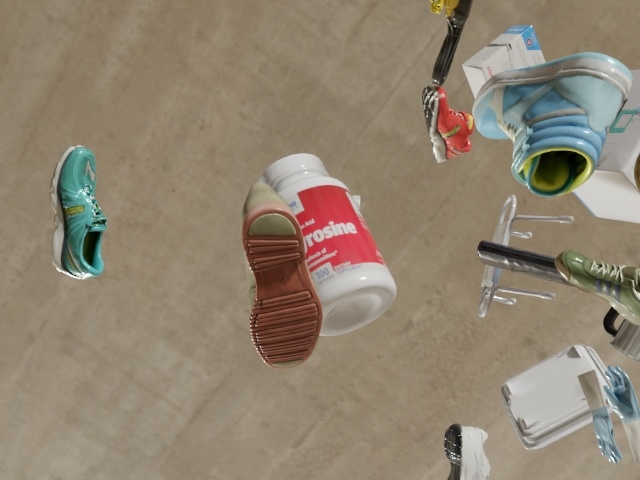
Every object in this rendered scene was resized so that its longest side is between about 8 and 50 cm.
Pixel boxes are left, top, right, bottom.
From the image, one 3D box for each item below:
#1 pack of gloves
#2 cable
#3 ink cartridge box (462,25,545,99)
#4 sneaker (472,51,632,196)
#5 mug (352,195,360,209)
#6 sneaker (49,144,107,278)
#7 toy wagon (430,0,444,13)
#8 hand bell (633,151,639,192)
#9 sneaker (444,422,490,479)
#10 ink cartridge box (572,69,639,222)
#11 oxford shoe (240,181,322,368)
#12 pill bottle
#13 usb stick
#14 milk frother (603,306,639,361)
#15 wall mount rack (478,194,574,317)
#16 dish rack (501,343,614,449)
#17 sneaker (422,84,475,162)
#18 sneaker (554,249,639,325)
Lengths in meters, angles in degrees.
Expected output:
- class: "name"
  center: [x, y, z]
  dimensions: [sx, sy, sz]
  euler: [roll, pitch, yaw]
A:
- class: "pack of gloves"
  center: [0.691, 0.421, 1.925]
  dimensions: [0.195, 0.046, 0.232]
  euler: [129, -50, -64]
- class: "cable"
  center: [0.288, -0.489, 1.781]
  dimensions: [0.287, 0.072, 0.139]
  euler: [104, 12, -46]
- class: "ink cartridge box"
  center: [0.500, -0.465, 2.172]
  dimensions: [0.203, 0.148, 0.086]
  euler: [-37, -151, -15]
- class: "sneaker"
  center: [0.322, -0.161, 1.260]
  dimensions: [0.319, 0.127, 0.208]
  euler: [-10, -125, 66]
- class: "mug"
  center: [0.072, -0.097, 2.228]
  dimensions: [0.078, 0.064, 0.062]
  euler: [146, -49, -81]
- class: "sneaker"
  center: [-0.478, -0.056, 1.640]
  dimensions: [0.107, 0.110, 0.275]
  euler: [-17, 114, -56]
- class: "toy wagon"
  center: [0.285, -0.706, 1.870]
  dimensions: [0.267, 0.068, 0.345]
  euler: [-25, 128, -89]
- class: "hand bell"
  center: [0.635, -0.123, 1.385]
  dimensions: [0.242, 0.126, 0.126]
  euler: [-11, 145, -55]
- class: "sneaker"
  center: [0.424, 0.671, 2.276]
  dimensions: [0.111, 0.129, 0.297]
  euler: [177, -82, -66]
- class: "ink cartridge box"
  center: [0.681, -0.203, 1.727]
  dimensions: [0.270, 0.198, 0.197]
  euler: [-56, -151, -11]
- class: "oxford shoe"
  center: [-0.077, 0.072, 1.538]
  dimensions: [0.146, 0.140, 0.397]
  euler: [-108, -166, -55]
- class: "pill bottle"
  center: [0.000, 0.000, 1.894]
  dimensions: [0.229, 0.229, 0.408]
  euler: [-50, -129, 36]
- class: "usb stick"
  center: [0.466, 0.053, 1.714]
  dimensions: [0.045, 0.278, 0.077]
  euler: [-62, 145, -19]
- class: "milk frother"
  center: [0.720, 0.189, 1.778]
  dimensions: [0.135, 0.143, 0.129]
  euler: [-63, -154, 13]
- class: "wall mount rack"
  center: [0.534, 0.047, 2.136]
  dimensions: [0.304, 0.130, 0.350]
  euler: [120, -14, -80]
- class: "dish rack"
  center: [0.720, 0.462, 2.461]
  dimensions: [0.332, 0.072, 0.285]
  euler: [-32, -148, 11]
- class: "sneaker"
  center: [0.319, -0.297, 1.969]
  dimensions: [0.279, 0.118, 0.107]
  euler: [57, 23, -62]
- class: "sneaker"
  center: [0.499, 0.063, 1.355]
  dimensions: [0.064, 0.192, 0.086]
  euler: [-56, -179, -39]
